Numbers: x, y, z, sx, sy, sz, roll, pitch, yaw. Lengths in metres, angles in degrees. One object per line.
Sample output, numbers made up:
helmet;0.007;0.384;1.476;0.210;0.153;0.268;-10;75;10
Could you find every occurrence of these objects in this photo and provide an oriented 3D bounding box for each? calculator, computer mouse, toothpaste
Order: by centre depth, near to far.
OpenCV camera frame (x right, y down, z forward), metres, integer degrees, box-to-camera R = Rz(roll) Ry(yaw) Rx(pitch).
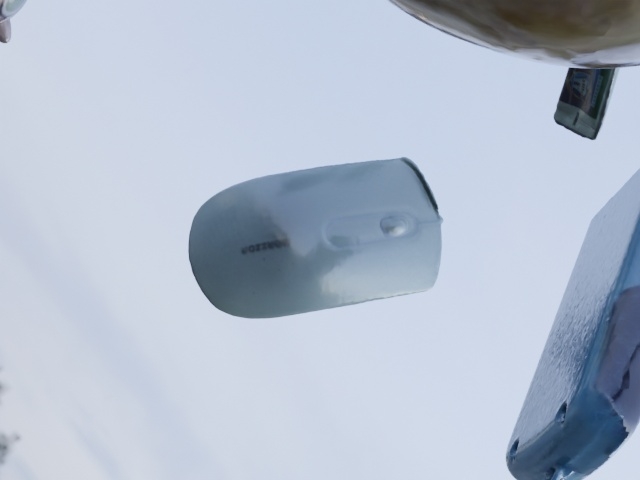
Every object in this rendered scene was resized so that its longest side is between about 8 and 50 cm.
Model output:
calculator;0.209;0.053;1.178;0.051;0.293;0.173;26;-27;-4
computer mouse;0.000;0.000;1.430;0.079;0.231;0.128;160;-83;-78
toothpaste;0.383;-0.323;2.114;0.099;0.061;0.392;39;-64;57

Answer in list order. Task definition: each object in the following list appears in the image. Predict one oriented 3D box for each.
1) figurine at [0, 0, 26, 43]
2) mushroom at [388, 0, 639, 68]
figurine;-0.300;-0.244;1.443;0.125;0.125;0.138;46;-19;20
mushroom;0.099;-0.164;0.520;0.255;0.255;0.184;39;-39;34
